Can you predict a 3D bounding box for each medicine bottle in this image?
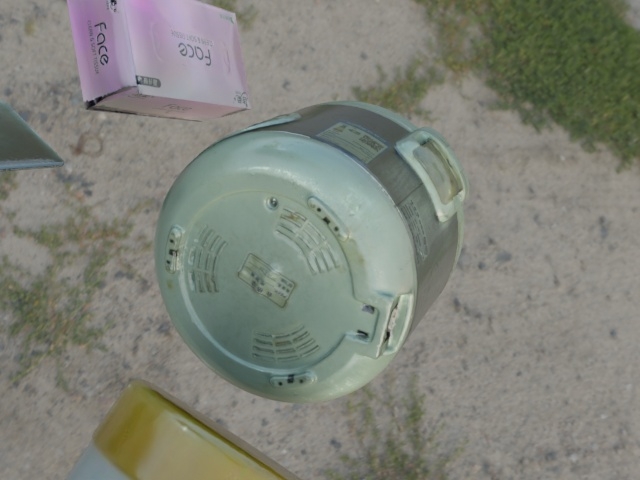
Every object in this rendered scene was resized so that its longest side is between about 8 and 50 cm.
[{"bbox_3d":[-0.120,0.271,0.691,0.238,0.238,0.232,36,78,-10],"label":"medicine bottle"}]

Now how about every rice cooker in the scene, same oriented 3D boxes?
[{"bbox_3d":[0.000,-0.002,0.868,0.288,0.288,0.277,50,30,1],"label":"rice cooker"}]

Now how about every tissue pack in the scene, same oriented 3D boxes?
[{"bbox_3d":[-0.201,-0.242,1.090,0.246,0.092,0.148,-8,87,-61],"label":"tissue pack"}]

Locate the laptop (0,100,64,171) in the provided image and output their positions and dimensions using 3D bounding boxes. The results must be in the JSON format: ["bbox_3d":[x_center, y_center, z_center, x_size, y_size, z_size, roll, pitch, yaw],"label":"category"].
[{"bbox_3d":[-0.519,-0.145,1.175,0.188,0.015,0.269,40,30,27],"label":"laptop"}]
